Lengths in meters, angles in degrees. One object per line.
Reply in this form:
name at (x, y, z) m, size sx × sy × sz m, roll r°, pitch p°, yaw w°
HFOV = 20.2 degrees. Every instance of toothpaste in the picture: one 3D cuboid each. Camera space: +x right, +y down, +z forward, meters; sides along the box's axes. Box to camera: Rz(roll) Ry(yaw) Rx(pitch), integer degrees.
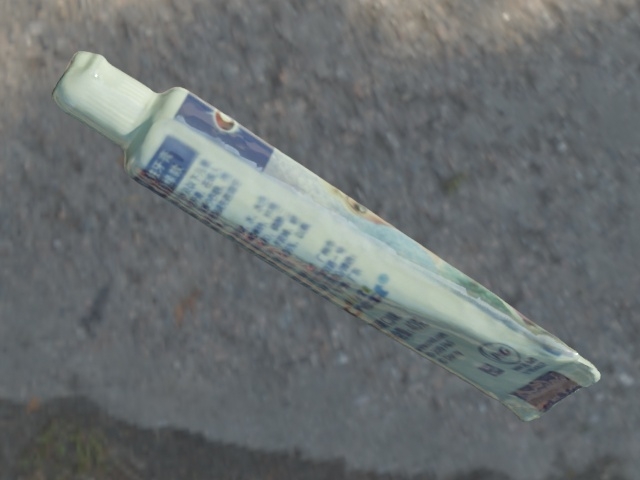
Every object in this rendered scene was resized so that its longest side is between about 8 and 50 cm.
toothpaste at (0.000, 0.000, 0.638) m, size 0.216 × 0.062 × 0.037 m, roll 33°, pitch 64°, yaw -7°
